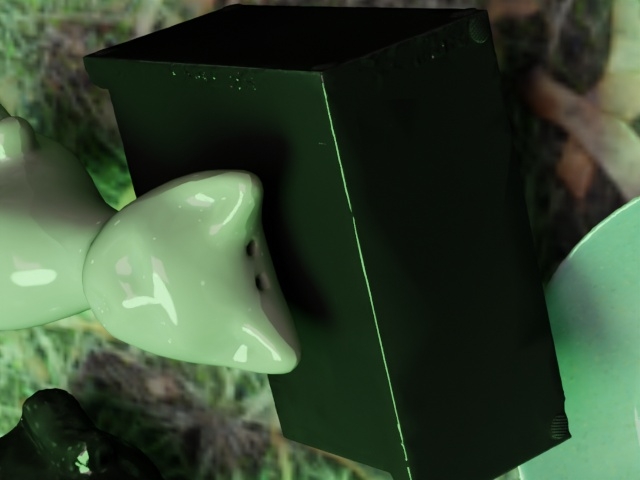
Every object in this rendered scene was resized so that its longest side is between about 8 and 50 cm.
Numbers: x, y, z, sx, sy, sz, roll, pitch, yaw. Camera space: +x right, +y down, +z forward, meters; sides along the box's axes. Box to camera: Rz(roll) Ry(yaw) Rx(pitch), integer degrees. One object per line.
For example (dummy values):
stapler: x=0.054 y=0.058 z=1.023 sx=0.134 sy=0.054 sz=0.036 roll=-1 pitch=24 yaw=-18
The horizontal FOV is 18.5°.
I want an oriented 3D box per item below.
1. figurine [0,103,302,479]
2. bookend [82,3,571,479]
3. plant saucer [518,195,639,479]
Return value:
figurine: x=-0.073 y=0.058 z=0.719 sx=0.209 sy=0.092 sz=0.215 roll=11 pitch=119 yaw=46
bookend: x=0.000 y=0.000 z=0.707 sx=0.156 sy=0.072 sz=0.157 roll=9 pitch=117 yaw=54
plant saucer: x=0.162 y=0.066 z=0.678 sx=0.195 sy=0.037 sz=0.195 roll=7 pitch=105 yaw=26
